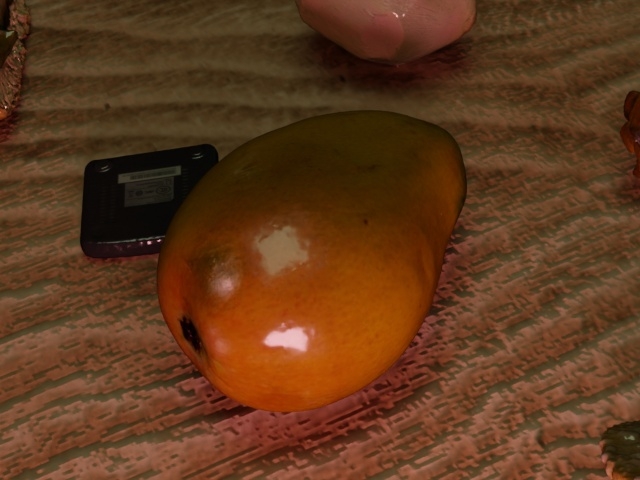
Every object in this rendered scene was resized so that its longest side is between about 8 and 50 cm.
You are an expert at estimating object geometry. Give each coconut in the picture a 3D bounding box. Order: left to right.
[{"bbox_3d":[0.068,-0.249,1.408,0.183,0.171,0.171,33,52,8],"label":"coconut"}]

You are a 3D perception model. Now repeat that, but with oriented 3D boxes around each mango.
[{"bbox_3d":[0.000,0.000,1.138,0.211,0.173,0.317,16,41,23],"label":"mango"}]

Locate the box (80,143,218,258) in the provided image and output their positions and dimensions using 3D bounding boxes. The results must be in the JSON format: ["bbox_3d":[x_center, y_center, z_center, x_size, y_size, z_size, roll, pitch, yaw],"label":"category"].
[{"bbox_3d":[-0.152,-0.036,1.300,0.126,0.027,0.125,-8,43,1],"label":"box"}]

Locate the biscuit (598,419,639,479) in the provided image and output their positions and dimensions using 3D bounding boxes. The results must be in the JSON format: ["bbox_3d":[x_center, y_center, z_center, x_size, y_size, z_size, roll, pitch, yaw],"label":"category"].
[{"bbox_3d":[0.292,0.158,0.953,0.220,0.033,0.220,7,13,-2],"label":"biscuit"}]

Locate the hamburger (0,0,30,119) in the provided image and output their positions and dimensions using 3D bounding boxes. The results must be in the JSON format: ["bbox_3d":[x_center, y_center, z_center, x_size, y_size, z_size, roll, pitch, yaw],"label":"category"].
[{"bbox_3d":[-0.366,-0.206,1.461,0.131,0.124,0.262,-24,37,9],"label":"hamburger"}]

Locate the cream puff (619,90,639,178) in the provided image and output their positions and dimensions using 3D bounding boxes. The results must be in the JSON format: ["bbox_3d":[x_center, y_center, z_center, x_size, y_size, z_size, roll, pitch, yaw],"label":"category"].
[{"bbox_3d":[0.315,-0.091,1.230,0.116,0.094,0.122,2,70,43],"label":"cream puff"}]
